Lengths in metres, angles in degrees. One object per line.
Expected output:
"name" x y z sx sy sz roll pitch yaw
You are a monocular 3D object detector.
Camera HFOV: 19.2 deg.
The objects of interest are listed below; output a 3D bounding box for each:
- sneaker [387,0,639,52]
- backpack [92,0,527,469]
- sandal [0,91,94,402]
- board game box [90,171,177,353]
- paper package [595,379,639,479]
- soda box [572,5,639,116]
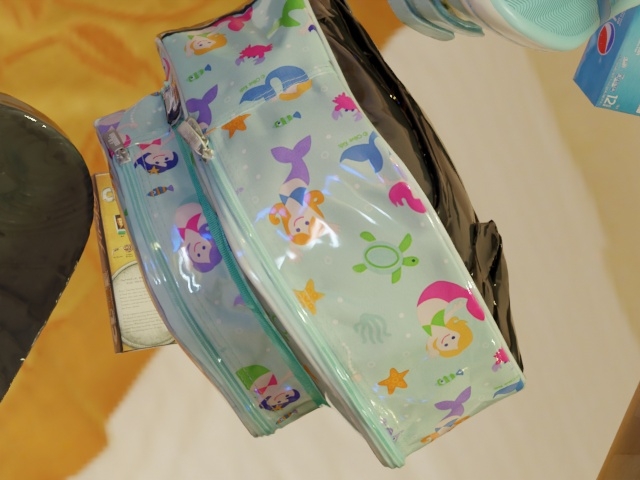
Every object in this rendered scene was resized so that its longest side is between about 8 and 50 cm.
"sneaker" 0.108 -0.197 1.397 0.319 0.208 0.127 -18 102 -60
"backpack" 0.000 0.000 1.036 0.253 0.191 0.225 54 -3 47
"sandal" -0.255 0.129 1.022 0.167 0.445 0.107 16 17 -23
"board game box" -0.079 0.004 1.729 0.243 0.042 0.165 -8 87 -16
"paper package" 0.374 0.222 1.444 0.309 0.168 0.325 26 83 -17
"soda box" 0.342 -0.240 1.982 0.067 0.210 0.071 11 27 -21
